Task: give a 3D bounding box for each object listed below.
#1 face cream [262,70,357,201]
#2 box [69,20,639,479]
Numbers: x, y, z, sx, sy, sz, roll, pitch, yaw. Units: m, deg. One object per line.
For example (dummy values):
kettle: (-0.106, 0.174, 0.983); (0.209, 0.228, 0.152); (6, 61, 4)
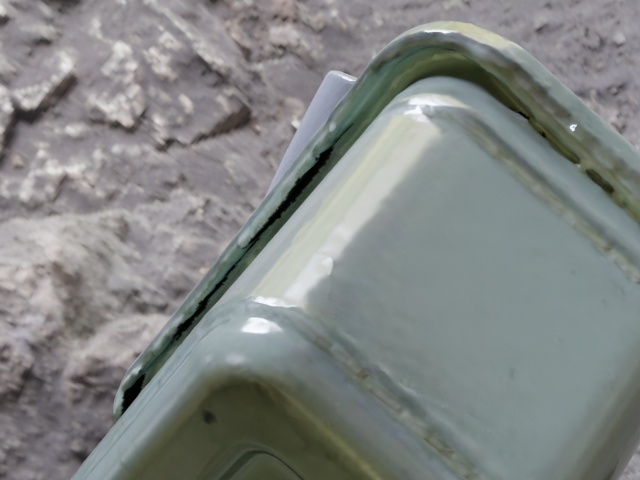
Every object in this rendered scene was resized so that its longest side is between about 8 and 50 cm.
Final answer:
face cream: (0.000, 0.000, 0.789); (0.084, 0.057, 0.198); (24, 99, 7)
box: (-0.008, 0.092, 0.497); (0.175, 0.182, 0.312); (42, 131, 2)
